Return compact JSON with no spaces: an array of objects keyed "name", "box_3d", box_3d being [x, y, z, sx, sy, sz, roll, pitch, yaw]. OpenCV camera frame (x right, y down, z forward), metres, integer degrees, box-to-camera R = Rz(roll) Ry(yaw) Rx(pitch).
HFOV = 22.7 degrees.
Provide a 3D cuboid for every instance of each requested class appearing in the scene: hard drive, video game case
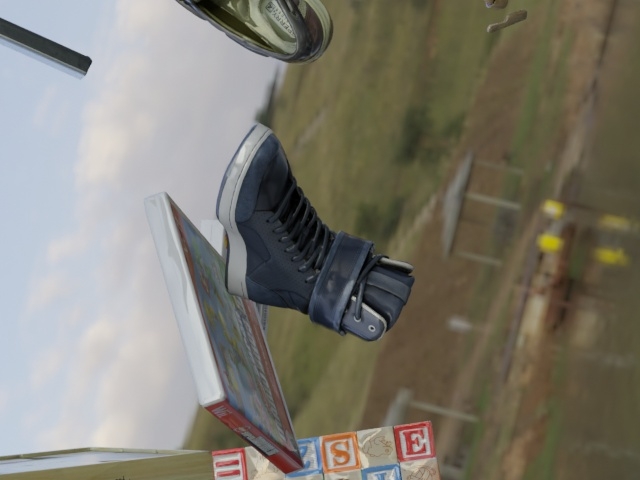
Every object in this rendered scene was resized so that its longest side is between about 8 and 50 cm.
[{"name":"hard drive","box_3d":[-0.314,-0.212,1.722,0.022,0.135,0.094,-67,12,-2]},{"name":"video game case","box_3d":[-0.086,0.094,1.487,0.285,0.025,0.204,55,-165,-66]}]

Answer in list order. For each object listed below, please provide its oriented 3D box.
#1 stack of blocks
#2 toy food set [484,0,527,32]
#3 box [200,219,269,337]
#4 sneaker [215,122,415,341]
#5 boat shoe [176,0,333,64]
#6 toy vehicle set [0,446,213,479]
[{"name":"stack of blocks","box_3d":[-0.008,0.312,1.782,0.087,0.297,0.171,77,-175,-73]},{"name":"toy food set","box_3d":[0.175,-0.258,1.480,0.078,0.019,0.122,-25,-47,-38]},{"name":"box","box_3d":[-0.117,0.057,2.169,0.186,0.038,0.145,25,-113,-70]},{"name":"sneaker","box_3d":[0.001,-0.001,1.330,0.086,0.163,0.226,-60,-16,-27]},{"name":"boat shoe","box_3d":[-0.088,-0.224,1.312,0.080,0.223,0.073,-52,-3,15]},{"name":"toy vehicle set","box_3d":[-0.244,0.206,1.364,0.267,0.166,0.035,2,-95,-48]}]
